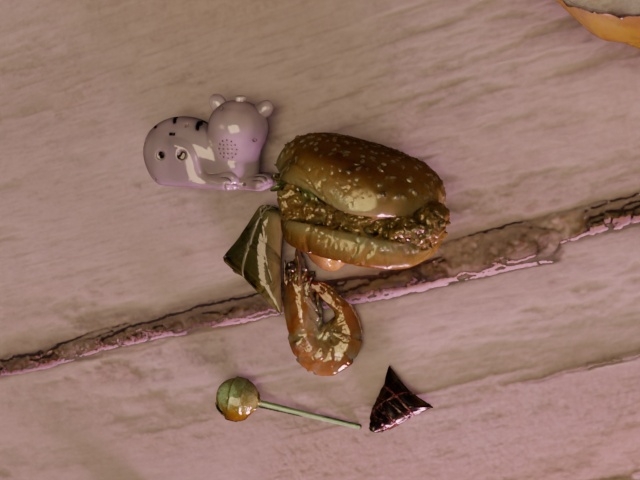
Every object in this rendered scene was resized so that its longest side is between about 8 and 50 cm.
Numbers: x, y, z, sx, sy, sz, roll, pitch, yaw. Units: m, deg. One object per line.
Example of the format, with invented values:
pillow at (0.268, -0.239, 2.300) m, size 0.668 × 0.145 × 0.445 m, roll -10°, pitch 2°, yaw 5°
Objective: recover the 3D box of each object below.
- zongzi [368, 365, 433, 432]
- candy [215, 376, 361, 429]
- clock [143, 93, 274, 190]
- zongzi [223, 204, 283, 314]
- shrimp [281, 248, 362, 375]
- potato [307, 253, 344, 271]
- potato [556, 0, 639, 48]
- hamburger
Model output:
zongzi at (0.106, 0.215, 1.032) m, size 0.073 × 0.067 × 0.083 m, roll 22°, pitch 87°, yaw 17°
candy at (-0.044, 0.231, 1.081) m, size 0.203 × 0.061 × 0.061 m, roll 13°, pitch 103°, yaw 4°
clock at (-0.145, -0.128, 1.019) m, size 0.176 × 0.080 × 0.117 m, roll 4°, pitch 102°, yaw 13°
zongzi at (-0.060, 0.021, 1.027) m, size 0.113 × 0.052 × 0.104 m, roll 45°, pitch 114°, yaw 25°
shrimp at (-0.004, 0.092, 1.043) m, size 0.099 × 0.041 × 0.180 m, roll -14°, pitch 96°, yaw 15°
potato at (0.000, 0.000, 1.014) m, size 0.083 × 0.062 × 0.068 m, roll 27°, pitch 140°, yaw 7°
potato at (0.344, -0.323, 0.813) m, size 0.246 × 0.196 × 0.299 m, roll -36°, pitch 62°, yaw 31°
hamburger at (0.055, -0.052, 0.922) m, size 0.215 × 0.189 × 0.122 m, roll 18°, pitch 111°, yaw 22°
